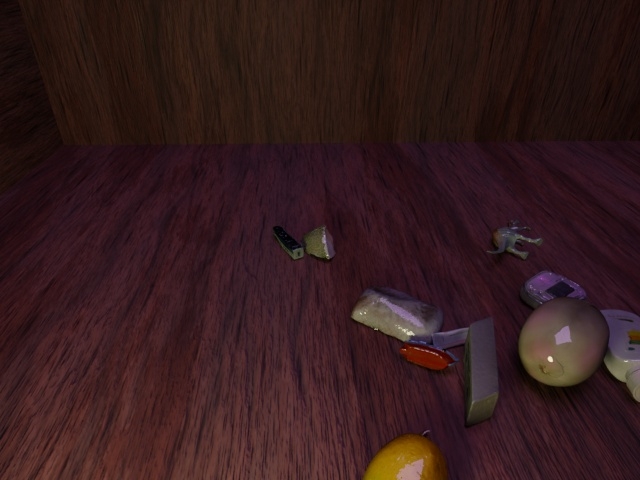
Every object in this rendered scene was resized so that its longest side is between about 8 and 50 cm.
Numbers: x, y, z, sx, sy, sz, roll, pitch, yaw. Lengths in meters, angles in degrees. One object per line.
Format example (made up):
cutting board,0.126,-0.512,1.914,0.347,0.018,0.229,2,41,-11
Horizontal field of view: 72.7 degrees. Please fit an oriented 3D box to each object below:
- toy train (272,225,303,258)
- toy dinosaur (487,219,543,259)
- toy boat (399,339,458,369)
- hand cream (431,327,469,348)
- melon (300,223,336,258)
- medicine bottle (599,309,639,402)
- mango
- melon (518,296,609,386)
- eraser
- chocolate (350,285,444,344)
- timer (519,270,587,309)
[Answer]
toy train,-0.147,0.003,1.884,0.052,0.051,0.234,-16,33,-25
toy dinosaur,0.809,0.008,1.857,0.393,0.092,0.205,-25,41,-32
toy boat,0.334,0.350,1.336,0.173,0.069,0.059,11,20,26
hand cream,0.462,0.314,1.419,0.216,0.038,0.052,-8,55,-16
melon,-0.002,-0.004,1.850,0.093,0.139,0.202,-1,22,-47
medicine bottle,0.946,0.342,1.322,0.161,0.111,0.296,6,34,9
mango,0.181,0.560,0.973,0.176,0.119,0.317,26,49,29
melon,0.719,0.293,1.289,0.317,0.223,0.223,-28,42,-37
eraser,0.464,0.370,1.268,0.077,0.111,0.352,7,33,14
chocolate,0.267,0.239,1.490,0.303,0.100,0.185,20,34,23
timer,0.850,0.195,1.589,0.208,0.069,0.191,-21,41,-32
